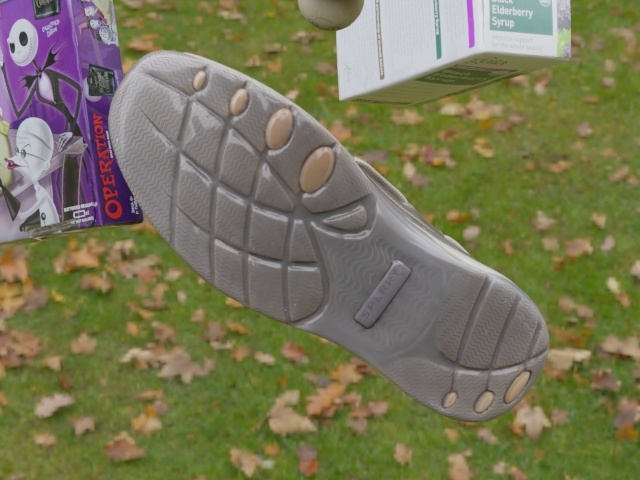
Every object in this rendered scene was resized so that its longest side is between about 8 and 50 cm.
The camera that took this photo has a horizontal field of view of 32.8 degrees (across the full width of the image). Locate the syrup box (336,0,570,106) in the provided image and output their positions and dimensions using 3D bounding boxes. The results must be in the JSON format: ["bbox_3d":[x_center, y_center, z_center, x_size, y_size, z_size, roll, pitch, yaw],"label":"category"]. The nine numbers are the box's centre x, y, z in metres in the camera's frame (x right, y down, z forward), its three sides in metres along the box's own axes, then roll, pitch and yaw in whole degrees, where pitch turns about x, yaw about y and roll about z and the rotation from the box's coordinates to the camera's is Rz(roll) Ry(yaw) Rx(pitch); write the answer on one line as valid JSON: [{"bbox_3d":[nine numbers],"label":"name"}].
[{"bbox_3d":[0.111,-0.186,0.978,0.093,0.096,0.237,-2,-1,-28],"label":"syrup box"}]

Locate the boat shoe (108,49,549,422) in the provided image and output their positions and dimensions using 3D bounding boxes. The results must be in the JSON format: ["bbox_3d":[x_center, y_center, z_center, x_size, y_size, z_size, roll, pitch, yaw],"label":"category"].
[{"bbox_3d":[0.000,0.000,0.778,0.355,0.132,0.130,40,4,-12],"label":"boat shoe"}]

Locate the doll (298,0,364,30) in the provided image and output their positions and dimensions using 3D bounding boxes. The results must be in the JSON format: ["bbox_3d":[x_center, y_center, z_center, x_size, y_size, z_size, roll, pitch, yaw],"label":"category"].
[{"bbox_3d":[0.011,-0.158,0.530,0.129,0.189,0.046,7,75,-3],"label":"doll"}]

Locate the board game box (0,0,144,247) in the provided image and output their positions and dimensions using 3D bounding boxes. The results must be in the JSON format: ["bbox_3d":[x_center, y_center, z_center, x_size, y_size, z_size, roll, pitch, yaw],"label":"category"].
[{"bbox_3d":[-0.287,-0.095,0.886,0.347,0.208,0.056,-8,-4,39],"label":"board game box"}]
